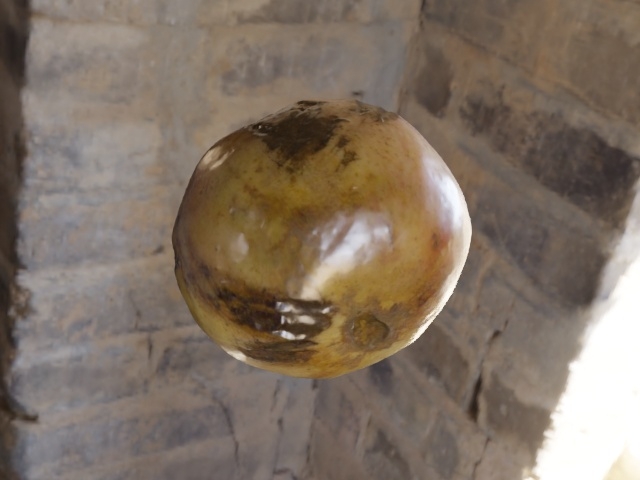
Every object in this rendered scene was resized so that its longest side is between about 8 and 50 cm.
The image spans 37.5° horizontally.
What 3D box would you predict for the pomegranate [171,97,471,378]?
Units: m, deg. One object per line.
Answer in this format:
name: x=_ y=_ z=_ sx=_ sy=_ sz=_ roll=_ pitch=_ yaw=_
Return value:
pomegranate: x=0.000 y=0.000 z=1.019 sx=0.322 sy=0.322 sz=0.322 roll=11 pitch=26 yaw=-5
